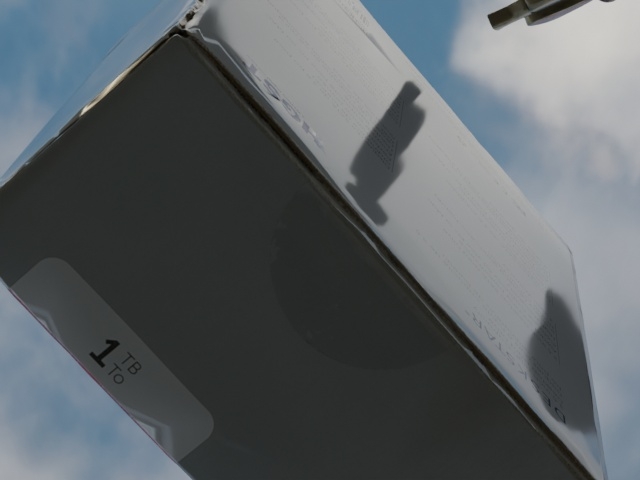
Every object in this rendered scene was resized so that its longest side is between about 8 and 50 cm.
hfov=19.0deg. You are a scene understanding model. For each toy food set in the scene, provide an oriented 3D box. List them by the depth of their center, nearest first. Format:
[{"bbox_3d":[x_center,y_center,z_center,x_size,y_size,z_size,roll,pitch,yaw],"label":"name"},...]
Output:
[{"bbox_3d":[0.136,-0.115,0.821,0.122,0.078,0.019,-25,-91,22],"label":"toy food set"}]

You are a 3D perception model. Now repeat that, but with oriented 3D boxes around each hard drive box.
[{"bbox_3d":[0.000,0.000,0.625,0.089,0.232,0.181,-39,-80,14],"label":"hard drive box"}]
